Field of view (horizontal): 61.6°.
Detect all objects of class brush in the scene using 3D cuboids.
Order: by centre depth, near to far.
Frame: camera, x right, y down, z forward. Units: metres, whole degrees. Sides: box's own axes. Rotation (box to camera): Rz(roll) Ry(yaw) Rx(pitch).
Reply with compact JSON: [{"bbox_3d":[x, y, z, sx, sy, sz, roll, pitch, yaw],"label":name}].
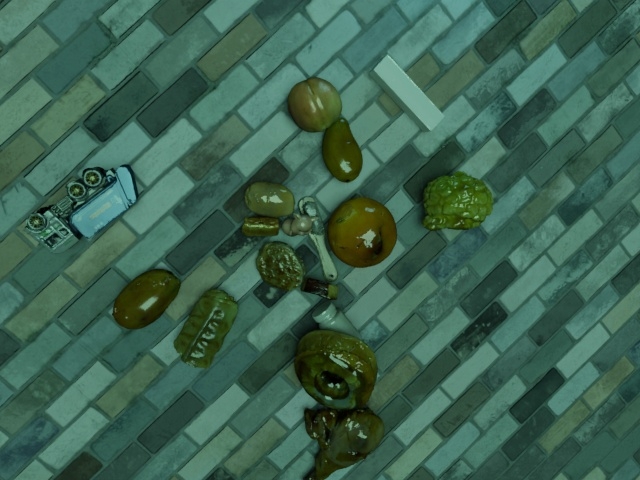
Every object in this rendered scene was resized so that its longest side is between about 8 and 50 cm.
[{"bbox_3d":[0.000,0.000,1.923,0.070,0.065,0.327,-20,103,-10],"label":"brush"}]

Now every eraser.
[{"bbox_3d":[0.303,-0.515,1.893,0.298,0.078,0.076,43,89,-13],"label":"eraser"}]

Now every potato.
[{"bbox_3d":[-0.174,-0.141,1.845,0.178,0.109,0.118,11,131,-8],"label":"potato"}]

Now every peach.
[{"bbox_3d":[-0.021,-0.457,1.797,0.184,0.184,0.184,-2,98,-10],"label":"peach"}]

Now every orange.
[{"bbox_3d":[0.144,-0.028,1.856,0.246,0.246,0.246,-2,98,-10],"label":"orange"}]

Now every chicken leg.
[{"bbox_3d":[0.032,0.753,2.009,0.295,0.182,0.409,35,107,-5],"label":"chicken leg"}]

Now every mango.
[{"bbox_3d":[-0.583,0.201,1.811,0.248,0.151,0.156,-39,133,-8],"label":"mango"},{"bbox_3d":[0.073,-0.313,1.873,0.136,0.099,0.228,-12,92,-4],"label":"mango"}]

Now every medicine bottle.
[{"bbox_3d":[0.060,0.316,1.957,0.103,0.103,0.187,-40,103,-3],"label":"medicine bottle"}]

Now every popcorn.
[{"bbox_3d":[0.480,-0.125,1.928,0.237,0.206,0.251,32,103,-28],"label":"popcorn"}]

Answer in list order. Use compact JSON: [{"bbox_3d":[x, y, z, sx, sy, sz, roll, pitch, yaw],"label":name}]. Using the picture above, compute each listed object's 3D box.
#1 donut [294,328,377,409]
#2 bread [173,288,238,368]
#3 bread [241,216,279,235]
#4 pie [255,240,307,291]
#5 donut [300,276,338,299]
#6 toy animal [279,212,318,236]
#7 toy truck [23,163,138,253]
[{"bbox_3d":[0.056,0.468,1.892,0.330,0.160,0.330,4,124,6],"label":"donut"},{"bbox_3d":[-0.390,0.296,1.859,0.152,0.130,0.268,29,91,-9],"label":"bread"},{"bbox_3d":[-0.208,-0.047,1.870,0.132,0.074,0.053,4,61,-14],"label":"bread"},{"bbox_3d":[-0.143,0.090,1.901,0.163,0.079,0.193,-26,99,9],"label":"pie"},{"bbox_3d":[0.001,0.172,1.913,0.140,0.140,0.059,17,86,-12],"label":"donut"},{"bbox_3d":[-0.084,-0.053,1.862,0.083,0.150,0.089,-27,97,-48],"label":"toy animal"},{"bbox_3d":[-0.753,-0.112,1.722,0.367,0.146,0.175,-38,107,-3],"label":"toy truck"}]
